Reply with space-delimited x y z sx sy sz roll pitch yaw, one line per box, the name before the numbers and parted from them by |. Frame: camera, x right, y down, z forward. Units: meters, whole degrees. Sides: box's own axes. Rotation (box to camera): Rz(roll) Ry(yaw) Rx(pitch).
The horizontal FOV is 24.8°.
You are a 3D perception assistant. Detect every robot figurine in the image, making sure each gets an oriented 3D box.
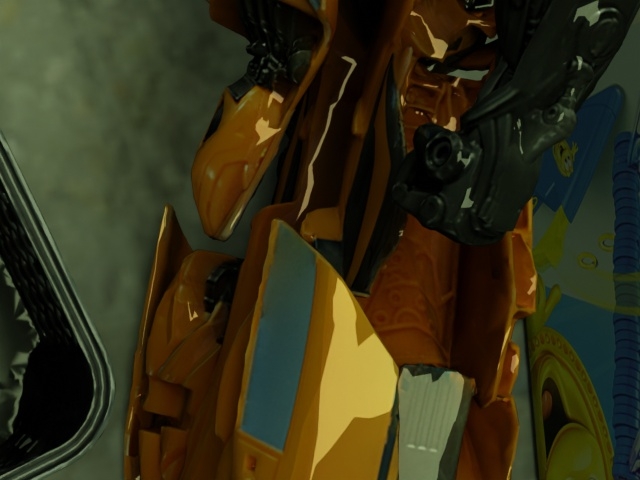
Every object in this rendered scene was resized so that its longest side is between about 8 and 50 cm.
robot figurine | 0.000 0.000 0.386 0.085 0.211 0.291 11 89 -17

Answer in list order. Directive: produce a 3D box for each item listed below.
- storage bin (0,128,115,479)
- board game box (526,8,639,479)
storage bin | -0.148 -0.004 0.388 0.122 0.084 0.180 -27 95 -20
board game box | 0.163 0.038 0.385 0.086 0.308 0.302 -3 86 -20
